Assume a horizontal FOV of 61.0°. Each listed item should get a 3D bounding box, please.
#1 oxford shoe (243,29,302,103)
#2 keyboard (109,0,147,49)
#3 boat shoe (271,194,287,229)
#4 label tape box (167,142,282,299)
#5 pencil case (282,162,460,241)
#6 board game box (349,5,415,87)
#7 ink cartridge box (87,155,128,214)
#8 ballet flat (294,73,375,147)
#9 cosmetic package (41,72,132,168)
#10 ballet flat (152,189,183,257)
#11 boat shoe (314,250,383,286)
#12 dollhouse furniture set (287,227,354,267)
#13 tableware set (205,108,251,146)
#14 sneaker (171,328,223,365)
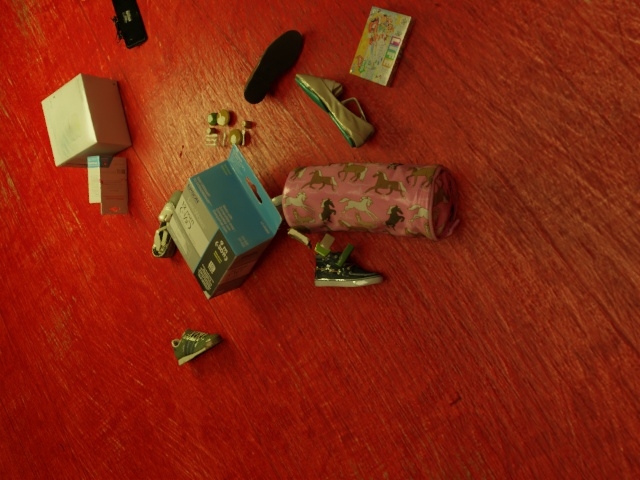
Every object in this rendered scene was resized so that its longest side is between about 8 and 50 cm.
[{"bbox_3d":[-0.128,-0.449,1.377,0.212,0.076,0.076,-46,32,17],"label":"oxford shoe"},{"bbox_3d":[-0.596,-0.680,1.678,0.100,0.038,0.192,-20,82,8],"label":"keyboard"},{"bbox_3d":[-0.116,-0.065,1.400,0.226,0.083,0.075,-23,92,43],"label":"boat shoe"},{"bbox_3d":[-0.257,-0.041,1.400,0.249,0.115,0.347,57,141,16],"label":"label tape box"},{"bbox_3d":[0.106,-0.086,1.203,0.386,0.167,0.160,4,77,33],"label":"pencil case"},{"bbox_3d":[0.138,-0.438,1.231,0.103,0.026,0.154,28,108,27],"label":"board game box"},{"bbox_3d":[-0.669,-0.172,1.713,0.062,0.104,0.181,2,95,32],"label":"ink cartridge box"},{"bbox_3d":[0.039,-0.323,1.282,0.086,0.086,0.248,-46,72,26],"label":"ballet flat"},{"bbox_3d":[-0.744,-0.372,1.727,0.225,0.138,0.224,-18,84,31],"label":"cosmetic package"},{"bbox_3d":[-0.451,-0.045,1.608,0.072,0.068,0.213,24,106,29],"label":"ballet flat"},{"bbox_3d":[0.062,0.067,1.297,0.183,0.065,0.083,-4,90,32],"label":"boat shoe"},{"bbox_3d":[0.000,0.000,1.265,0.152,0.076,0.058,32,86,8],"label":"dollhouse furniture set"},{"bbox_3d":[-0.255,-0.308,1.493,0.154,0.024,0.104,5,93,33],"label":"tableware set"},{"bbox_3d":[-0.369,0.295,1.585,0.192,0.064,0.086,-33,81,33],"label":"sneaker"}]
